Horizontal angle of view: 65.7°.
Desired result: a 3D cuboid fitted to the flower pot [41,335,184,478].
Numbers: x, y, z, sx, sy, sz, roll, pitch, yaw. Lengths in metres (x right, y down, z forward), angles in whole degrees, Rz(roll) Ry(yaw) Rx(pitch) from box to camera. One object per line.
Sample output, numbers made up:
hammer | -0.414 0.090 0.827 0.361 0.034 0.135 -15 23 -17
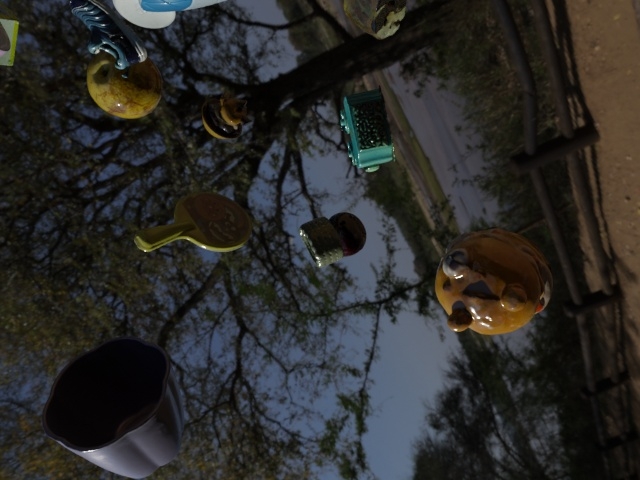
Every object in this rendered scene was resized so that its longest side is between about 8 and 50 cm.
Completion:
flower pot | -0.420 0.389 1.092 0.265 0.265 0.243 -103 1 -50

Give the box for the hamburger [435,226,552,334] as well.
hamburger | 0.406 0.110 1.214 0.237 0.276 0.276 -27 -90 -53

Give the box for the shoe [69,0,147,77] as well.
shoe | -0.531 -0.505 1.218 0.207 0.106 0.091 46 161 -20

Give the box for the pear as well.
pear | -0.718 -0.583 1.836 0.280 0.281 0.281 59 -168 -21

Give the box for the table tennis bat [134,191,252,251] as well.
table tennis bat | -0.355 -0.045 1.413 0.369 0.054 0.224 -21 -116 -45

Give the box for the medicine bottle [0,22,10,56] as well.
medicine bottle | -0.909 -0.433 1.108 0.256 0.325 0.256 57 -176 -6

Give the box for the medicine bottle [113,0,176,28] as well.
medicine bottle | -0.526 -0.854 1.535 0.190 0.190 0.332 34 -123 -68

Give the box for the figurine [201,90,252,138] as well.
figurine | -0.395 -0.513 2.051 0.192 0.167 0.257 56 161 -13

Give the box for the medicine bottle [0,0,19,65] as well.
medicine bottle | -0.932 -0.590 1.318 0.250 0.137 0.141 44 -145 21

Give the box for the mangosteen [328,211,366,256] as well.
mangosteen | 0.071 -0.015 1.605 0.152 0.152 0.152 59 -168 -21

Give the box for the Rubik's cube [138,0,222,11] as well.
Rubik's cube | -0.322 -0.608 1.163 0.254 0.254 0.254 59 -168 -21

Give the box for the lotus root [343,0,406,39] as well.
lotus root | 0.149 -0.638 1.311 0.119 0.138 0.235 48 164 14

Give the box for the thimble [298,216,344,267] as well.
thimble | 0.000 0.000 1.012 0.084 0.062 0.110 78 165 -45

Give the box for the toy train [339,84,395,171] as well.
toy train | 0.118 -0.280 1.264 0.163 0.112 0.203 -106 2 -87
